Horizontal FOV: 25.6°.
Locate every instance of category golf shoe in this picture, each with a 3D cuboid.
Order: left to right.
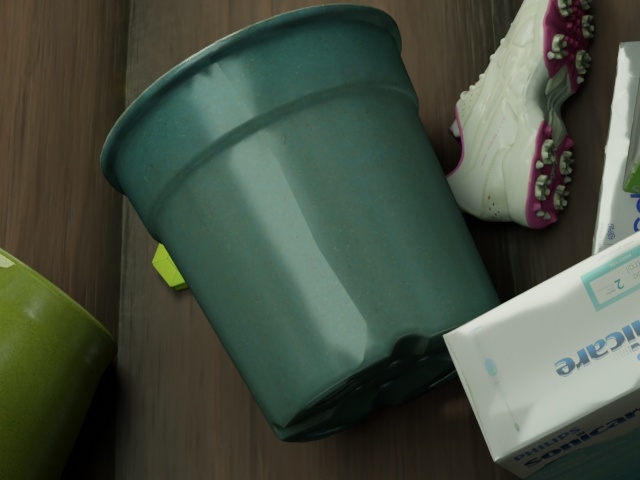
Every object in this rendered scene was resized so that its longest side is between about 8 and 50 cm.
[{"bbox_3d":[0.204,-0.163,1.492,0.140,0.115,0.306,2,70,33],"label":"golf shoe"}]

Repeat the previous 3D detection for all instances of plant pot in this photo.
[{"bbox_3d":[-0.420,0.191,1.578,0.366,0.366,0.353,24,71,34],"label":"plant pot"},{"bbox_3d":[0.000,0.000,1.409,0.341,0.341,0.334,-31,71,15],"label":"plant pot"}]

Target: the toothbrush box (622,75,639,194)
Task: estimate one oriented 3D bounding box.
[{"bbox_3d":[0.436,-0.130,1.277,0.283,0.122,0.206,10,74,6],"label":"toothbrush box"}]

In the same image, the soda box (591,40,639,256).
[{"bbox_3d":[0.335,-0.052,1.382,0.098,0.091,0.286,1,70,29],"label":"soda box"}]

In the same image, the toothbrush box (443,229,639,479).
[{"bbox_3d":[0.271,0.126,1.222,0.216,0.295,0.126,-30,59,16],"label":"toothbrush box"}]

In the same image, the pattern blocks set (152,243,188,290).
[{"bbox_3d":[-0.090,-0.059,1.661,0.325,0.026,0.285,39,92,34],"label":"pattern blocks set"}]
